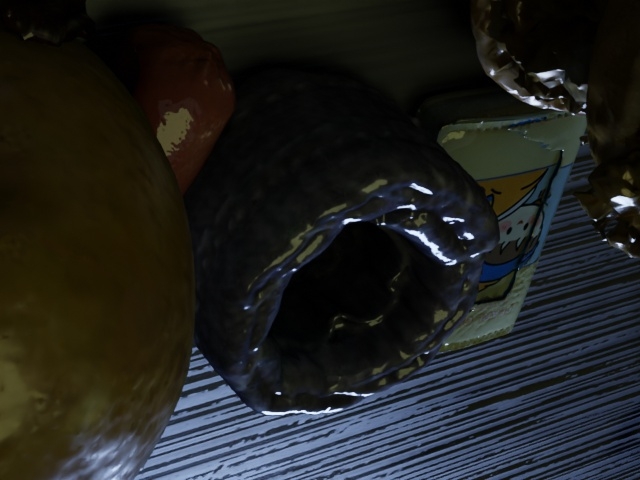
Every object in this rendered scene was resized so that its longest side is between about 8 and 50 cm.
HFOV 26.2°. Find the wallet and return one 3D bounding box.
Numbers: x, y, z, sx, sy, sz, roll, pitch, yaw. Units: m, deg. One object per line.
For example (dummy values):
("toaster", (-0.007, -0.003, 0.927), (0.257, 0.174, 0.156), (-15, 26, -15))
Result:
("wallet", (0.083, -0.009, 0.726), (0.110, 0.039, 0.155), (-12, 132, -32))

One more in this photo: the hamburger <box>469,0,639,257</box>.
("hamburger", (0.193, -0.101, 0.597), (0.260, 0.211, 0.245), (-39, 140, -11))

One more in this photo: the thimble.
("thimble", (-0.002, 0.000, 0.622), (0.150, 0.098, 0.150), (-21, 137, -21))

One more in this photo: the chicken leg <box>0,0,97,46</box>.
("chicken leg", (-0.037, -0.156, 0.421), (0.361, 0.140, 0.211), (20, 104, -43))

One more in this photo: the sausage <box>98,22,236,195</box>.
("sausage", (-0.072, -0.042, 0.557), (0.054, 0.059, 0.094), (16, 114, -48))

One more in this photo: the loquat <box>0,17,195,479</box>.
("loquat", (-0.140, 0.025, 0.452), (0.213, 0.213, 0.213), (-22, 137, -22))
